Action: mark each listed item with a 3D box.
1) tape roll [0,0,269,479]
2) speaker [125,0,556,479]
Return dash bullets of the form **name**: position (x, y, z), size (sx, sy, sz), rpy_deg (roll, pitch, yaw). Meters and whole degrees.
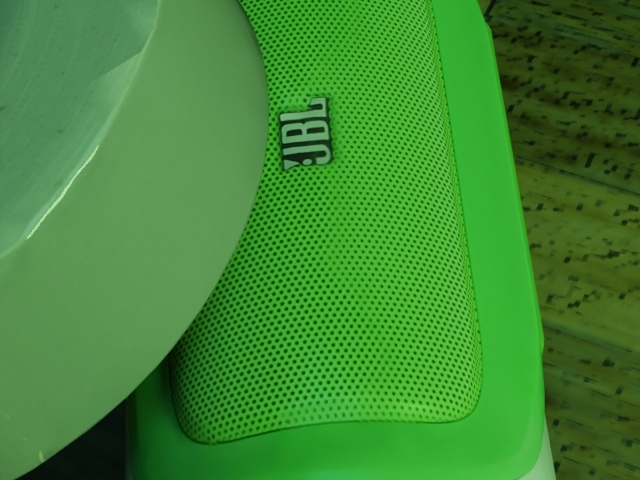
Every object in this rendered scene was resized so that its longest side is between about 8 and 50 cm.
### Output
- **tape roll**: position (-0.128, -0.032, 0.439), size (0.219, 0.072, 0.219), rpy_deg (-12, 54, 17)
- **speaker**: position (0.000, 0.000, 0.487), size (0.131, 0.131, 0.296), rpy_deg (-7, 56, 3)
